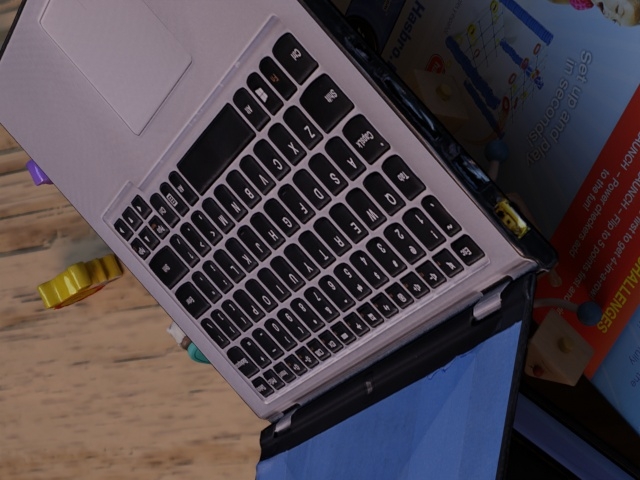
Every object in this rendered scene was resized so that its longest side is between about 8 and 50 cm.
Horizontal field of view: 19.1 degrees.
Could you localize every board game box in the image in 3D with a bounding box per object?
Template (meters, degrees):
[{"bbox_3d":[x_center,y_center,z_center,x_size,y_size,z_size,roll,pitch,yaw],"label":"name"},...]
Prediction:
[{"bbox_3d":[0.155,-0.110,0.902,0.302,0.086,0.308,49,134,27],"label":"board game box"}]

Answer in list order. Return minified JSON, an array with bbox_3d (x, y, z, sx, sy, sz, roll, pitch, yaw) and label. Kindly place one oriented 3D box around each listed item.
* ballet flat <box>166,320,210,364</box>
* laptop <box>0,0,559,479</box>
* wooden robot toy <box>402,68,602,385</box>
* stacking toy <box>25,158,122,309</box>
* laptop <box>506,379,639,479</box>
[{"bbox_3d":[0.000,0.000,1.101,0.241,0.091,0.077,-24,60,32],"label":"ballet flat"},{"bbox_3d":[-0.076,0.081,0.890,0.408,0.236,0.382,49,156,-1],"label":"laptop"},{"bbox_3d":[0.062,0.009,0.915,0.079,0.076,0.173,-42,70,40],"label":"wooden robot toy"},{"bbox_3d":[-0.127,-0.071,1.198,0.221,0.052,0.167,-29,83,34],"label":"stacking toy"},{"bbox_3d":[0.101,0.179,1.023,0.234,0.136,0.264,37,118,25],"label":"laptop"}]
